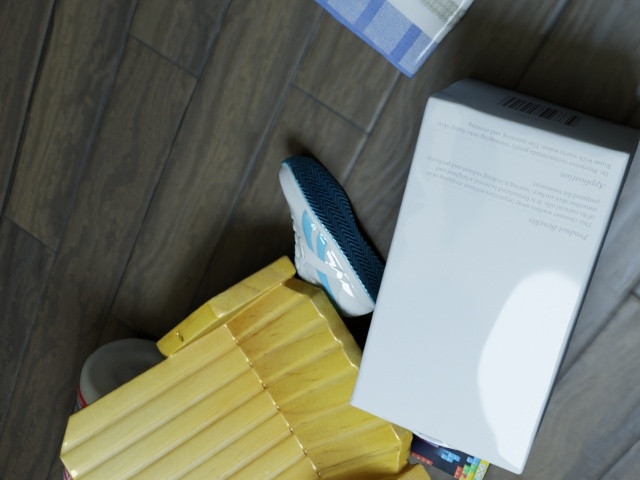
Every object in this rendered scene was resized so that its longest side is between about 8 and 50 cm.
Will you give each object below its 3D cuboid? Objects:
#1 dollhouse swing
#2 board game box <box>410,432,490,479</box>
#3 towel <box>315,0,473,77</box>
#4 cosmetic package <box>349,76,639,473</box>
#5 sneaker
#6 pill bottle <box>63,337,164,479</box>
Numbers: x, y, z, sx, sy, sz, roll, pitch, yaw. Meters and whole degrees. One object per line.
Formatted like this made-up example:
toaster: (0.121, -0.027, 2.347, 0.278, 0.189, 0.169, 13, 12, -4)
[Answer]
dollhouse swing: (-0.120, 0.267, 1.138, 0.346, 0.305, 0.315, 58, 143, 4)
board game box: (0.179, 0.229, 1.168, 0.141, 0.048, 0.170, 23, 121, 15)
towel: (0.103, -0.344, 0.950, 0.209, 0.034, 0.285, 40, 126, 3)
cosmetic package: (0.191, 0.038, 0.982, 0.217, 0.156, 0.384, 21, 114, 18)
sneaker: (0.000, 0.000, 1.132, 0.092, 0.087, 0.228, -22, 99, 35)
pill bottle: (-0.310, 0.326, 1.388, 0.176, 0.176, 0.318, 27, 122, 14)
